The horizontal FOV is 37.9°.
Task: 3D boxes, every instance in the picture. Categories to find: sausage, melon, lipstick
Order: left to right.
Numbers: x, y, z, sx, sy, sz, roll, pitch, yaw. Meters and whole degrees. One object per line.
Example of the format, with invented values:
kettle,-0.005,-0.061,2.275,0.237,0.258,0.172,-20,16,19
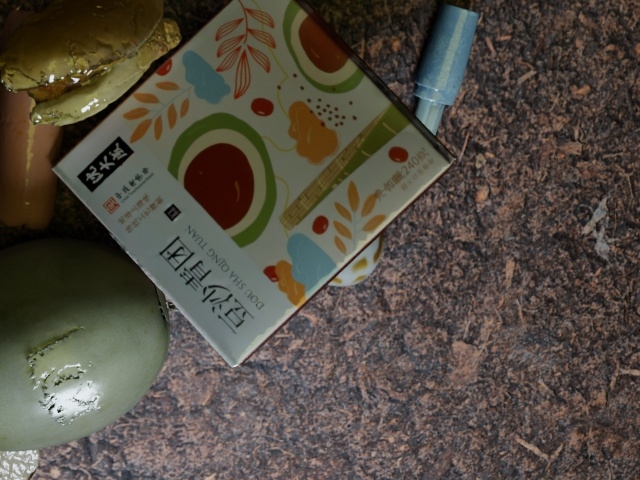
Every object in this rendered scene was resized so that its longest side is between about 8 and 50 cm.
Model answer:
sausage,-0.368,-0.151,1.183,0.086,0.086,0.289,3,112,-24
melon,-0.346,0.131,1.206,0.330,0.268,0.268,-16,117,-12
lipstick,0.168,-0.212,1.394,0.068,0.061,0.274,8,108,-27

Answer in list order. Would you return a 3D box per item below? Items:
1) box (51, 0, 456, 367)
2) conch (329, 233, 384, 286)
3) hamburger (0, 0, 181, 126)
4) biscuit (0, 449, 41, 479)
box,-0.082,-0.093,1.215,0.385,0.122,0.344,-43,88,-1
conch,0.000,-0.001,1.367,0.275,0.183,0.148,-9,88,-36
hamburger,-0.258,-0.237,1.096,0.262,0.131,0.124,-58,133,-43
biscuit,-0.476,0.327,1.380,0.120,0.015,0.120,-8,114,-19
